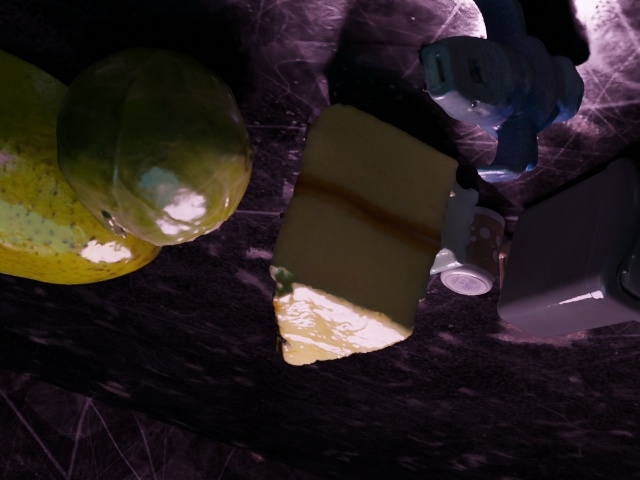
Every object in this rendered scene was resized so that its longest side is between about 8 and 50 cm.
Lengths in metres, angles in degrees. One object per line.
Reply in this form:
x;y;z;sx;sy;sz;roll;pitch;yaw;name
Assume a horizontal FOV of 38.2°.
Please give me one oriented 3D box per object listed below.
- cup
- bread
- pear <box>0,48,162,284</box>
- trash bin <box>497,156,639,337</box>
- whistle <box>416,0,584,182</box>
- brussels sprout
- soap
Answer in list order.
0.205;0.023;1.222;0.074;0.099;0.102;-1;149;32;cup
0.000;0.000;1.116;0.198;0.263;0.236;29;152;-19;bread
-0.357;-0.051;1.245;0.318;0.238;0.342;24;154;3;pear
0.316;0.013;1.063;0.101;0.176;0.236;24;157;-18;trash bin
0.168;-0.144;0.851;0.093;0.180;0.269;-6;-179;32;whistle
-0.189;-0.102;1.068;0.244;0.244;0.244;13;154;6;brussels sprout
0.108;-0.006;1.206;0.063;0.114;0.198;31;149;-27;soap
